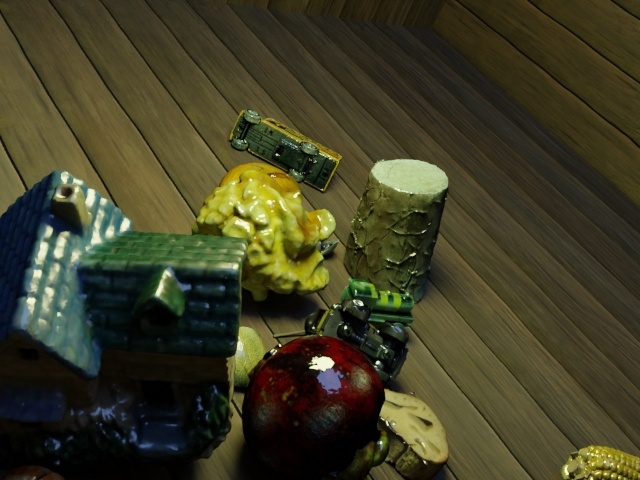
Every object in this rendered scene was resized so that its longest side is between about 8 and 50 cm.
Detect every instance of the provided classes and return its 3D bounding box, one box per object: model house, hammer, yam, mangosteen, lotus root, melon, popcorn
[{"bbox_3d":[-0.355,0.132,1.401,0.446,0.399,0.394,6,48,-3],"label":"model house"},{"bbox_3d":[-0.062,0.217,1.959,0.110,0.019,0.035,-3,42,-33],"label":"hammer"},{"bbox_3d":[0.205,-0.030,2.230,0.241,0.348,0.241,10,28,-5],"label":"yam"},{"bbox_3d":[-0.006,0.333,1.598,0.311,0.311,0.311,18,33,-12],"label":"mangosteen"},{"bbox_3d":[0.175,0.399,1.808,0.170,0.074,0.260,-6,42,-40],"label":"lotus root"},{"bbox_3d":[-0.166,0.246,1.788,0.160,0.079,0.128,-6,43,-40],"label":"melon"},{"bbox_3d":[-0.144,-0.004,1.998,0.279,0.274,0.335,10,-23,37],"label":"popcorn"}]

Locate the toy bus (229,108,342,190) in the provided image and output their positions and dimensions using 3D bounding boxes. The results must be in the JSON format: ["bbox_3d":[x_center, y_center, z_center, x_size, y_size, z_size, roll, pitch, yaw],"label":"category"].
[{"bbox_3d":[-0.103,-0.281,2.547,0.336,0.121,0.123,29,24,6],"label":"toy bus"}]

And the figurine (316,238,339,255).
[{"bbox_3d":[0.000,0.000,2.257,0.086,0.094,0.082,-39,107,-26],"label":"figurine"}]

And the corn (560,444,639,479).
[{"bbox_3d":[0.733,0.565,1.885,0.388,0.143,0.144,19,33,-8],"label":"corn"}]

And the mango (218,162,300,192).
[{"bbox_3d":[-0.155,-0.143,2.311,0.177,0.120,0.295,44,37,23],"label":"mango"}]

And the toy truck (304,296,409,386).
[{"bbox_3d":[0.079,0.233,1.918,0.224,0.165,0.147,31,75,-17],"label":"toy truck"}]

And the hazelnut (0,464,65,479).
[{"bbox_3d":[-0.448,0.429,1.305,0.143,0.143,0.154,-9,54,-42],"label":"hazelnut"}]

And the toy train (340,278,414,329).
[{"bbox_3d":[0.142,0.168,2.058,0.200,0.132,0.083,6,38,-23],"label":"toy train"}]
